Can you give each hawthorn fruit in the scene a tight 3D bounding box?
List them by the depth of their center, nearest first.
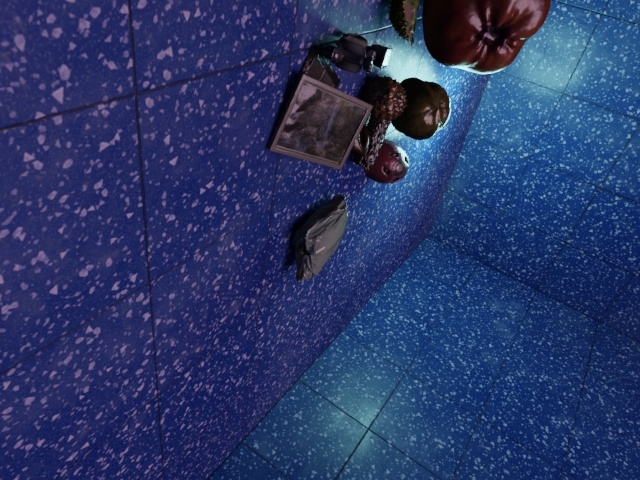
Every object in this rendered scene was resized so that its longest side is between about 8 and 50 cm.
[{"bbox_3d":[0.584,-0.858,1.727,0.472,0.471,0.472,-48,156,-30],"label":"hawthorn fruit"}]

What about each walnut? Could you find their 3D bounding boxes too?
[{"bbox_3d":[0.399,-0.546,1.960,0.227,0.283,0.283,-24,145,-20],"label":"walnut"}]

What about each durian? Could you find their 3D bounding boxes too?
[{"bbox_3d":[0.269,-0.758,1.574,0.137,0.095,0.221,24,63,-50],"label":"durian"}]

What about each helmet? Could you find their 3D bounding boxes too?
[{"bbox_3d":[0.323,-0.350,2.185,0.198,0.154,0.253,-64,164,10],"label":"helmet"}]

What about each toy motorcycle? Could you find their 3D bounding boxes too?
[{"bbox_3d":[0.104,-0.546,1.386,0.263,0.157,0.091,-47,157,-55],"label":"toy motorcycle"}]

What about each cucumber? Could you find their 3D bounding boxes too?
[{"bbox_3d":[0.235,-0.466,1.902,0.096,0.096,0.359,-10,127,-64],"label":"cucumber"}]

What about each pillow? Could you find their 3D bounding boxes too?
[{"bbox_3d":[0.000,0.000,1.893,0.310,0.138,0.283,-47,156,-39],"label":"pillow"}]

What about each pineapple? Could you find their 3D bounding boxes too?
[{"bbox_3d":[0.247,-0.523,1.760,0.193,0.166,0.166,16,103,-58],"label":"pineapple"}]

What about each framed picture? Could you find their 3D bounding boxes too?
[{"bbox_3d":[0.006,-0.350,1.448,0.324,0.020,0.241,8,117,-47],"label":"framed picture"}]

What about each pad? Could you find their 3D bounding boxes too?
[{"bbox_3d":[-0.012,-0.460,1.438,0.174,0.022,0.233,-62,160,2],"label":"pad"}]

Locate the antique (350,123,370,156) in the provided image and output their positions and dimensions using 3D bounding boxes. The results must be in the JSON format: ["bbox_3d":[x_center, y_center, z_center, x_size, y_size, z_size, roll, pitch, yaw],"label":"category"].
[{"bbox_3d":[0.097,-0.391,1.655,0.257,0.121,0.143,25,85,-62],"label":"antique"}]
